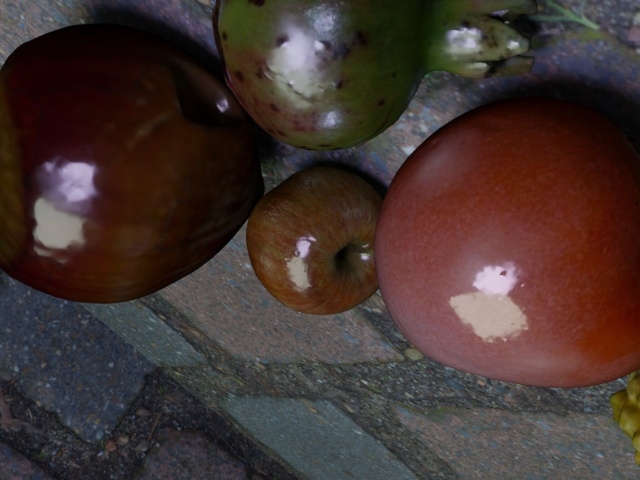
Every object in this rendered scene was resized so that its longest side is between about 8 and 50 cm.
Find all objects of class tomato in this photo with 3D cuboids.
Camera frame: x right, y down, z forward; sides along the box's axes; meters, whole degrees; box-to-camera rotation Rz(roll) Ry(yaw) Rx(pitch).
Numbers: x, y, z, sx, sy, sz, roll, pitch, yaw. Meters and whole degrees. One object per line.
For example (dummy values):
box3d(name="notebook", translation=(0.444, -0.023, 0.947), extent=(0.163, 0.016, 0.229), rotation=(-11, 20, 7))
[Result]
box3d(name="tomato", translation=(0.205, 0.007, 0.948), extent=(0.321, 0.321, 0.321), rotation=(26, 153, 14))

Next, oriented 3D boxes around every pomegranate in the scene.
box3d(name="pomegranate", translation=(0.044, -0.224, 0.876), extent=(0.306, 0.242, 0.242), rotation=(-20, 133, 14))

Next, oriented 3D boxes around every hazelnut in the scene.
box3d(name="hazelnut", translation=(-0.296, -0.088, 1.280), extent=(0.402, 0.402, 0.429), rotation=(34, 143, -3))

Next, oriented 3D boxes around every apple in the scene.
box3d(name="apple", translation=(0.000, 0.000, 1.291), extent=(0.188, 0.211, 0.211), rotation=(36, 166, 52))

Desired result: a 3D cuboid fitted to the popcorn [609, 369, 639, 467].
box3d(name="popcorn", translation=(0.489, 0.215, 1.102), extent=(0.266, 0.233, 0.192), rotation=(43, 164, 49))
